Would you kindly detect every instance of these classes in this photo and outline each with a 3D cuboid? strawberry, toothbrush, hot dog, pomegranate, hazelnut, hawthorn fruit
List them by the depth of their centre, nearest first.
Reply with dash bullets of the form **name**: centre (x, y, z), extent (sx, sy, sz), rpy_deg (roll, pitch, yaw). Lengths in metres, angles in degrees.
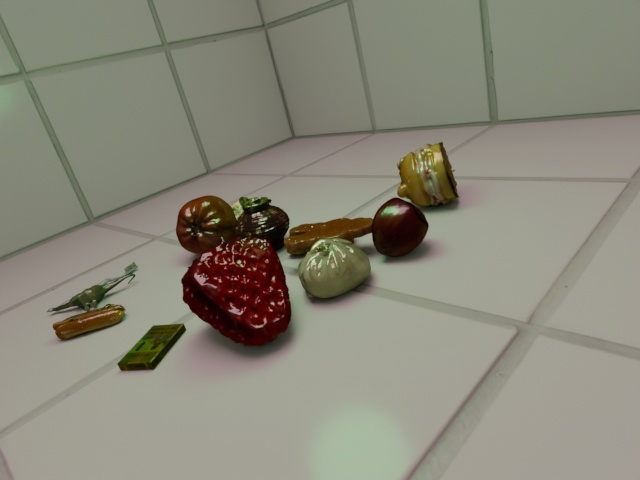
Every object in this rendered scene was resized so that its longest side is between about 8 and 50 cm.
- **strawberry**: centre (-0.221, 0.169, 1.347), extent (0.317, 0.295, 0.345), rpy_deg (-11, 49, -37)
- **hazelnut**: centre (0.267, -0.036, 1.578), extent (0.208, 0.208, 0.208), rpy_deg (-13, 22, 5)
- **hot dog**: centre (-0.836, 0.288, 1.647), extent (0.249, 0.068, 0.100), rpy_deg (-17, 21, -8)
- **toothbrush**: centre (-0.972, 0.200, 1.994), extent (0.028, 0.037, 0.375), rpy_deg (5, 32, 46)
- **hawthorn fruit**: centre (-0.489, -0.066, 2.038), extent (0.277, 0.277, 0.298), rpy_deg (-11, 0, 10)
- **pomegranate**: centre (-0.397, -0.134, 2.320), extent (0.169, 0.143, 0.122), rpy_deg (-51, -20, 9)

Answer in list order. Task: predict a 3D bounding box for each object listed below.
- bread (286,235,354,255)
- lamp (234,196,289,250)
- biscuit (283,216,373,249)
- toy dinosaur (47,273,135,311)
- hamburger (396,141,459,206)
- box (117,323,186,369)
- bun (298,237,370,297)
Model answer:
- **bread**: centre (-0.001, -0.002, 1.797), extent (0.270, 0.077, 0.139), rpy_deg (-8, 23, 16)
- **lamp**: centre (-0.248, -0.066, 1.917), extent (0.247, 0.247, 0.247), rpy_deg (-13, 22, 5)
- **biscuit**: centre (0.035, -0.027, 1.674), extent (0.333, 0.047, 0.202), rpy_deg (-10, 21, 9)
- **toy dinosaur**: centre (-0.935, 0.224, 1.853), extent (0.363, 0.076, 0.147), rpy_deg (-27, 18, -18)
- **hamburger**: centre (0.444, -0.265, 1.927), extent (0.236, 0.276, 0.276), rpy_deg (-19, 19, 23)
- **box**: centre (-0.516, 0.326, 1.406), extent (0.121, 0.030, 0.193), rpy_deg (-7, 24, 18)
- **bun**: centre (0.040, 0.076, 1.483), extent (0.259, 0.160, 0.259), rpy_deg (-10, 21, 4)
